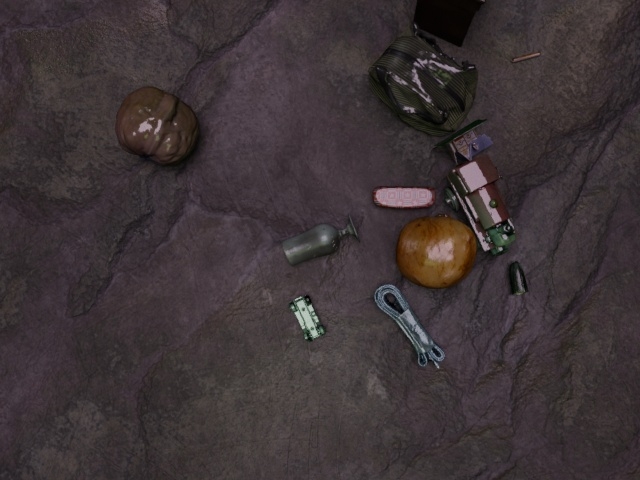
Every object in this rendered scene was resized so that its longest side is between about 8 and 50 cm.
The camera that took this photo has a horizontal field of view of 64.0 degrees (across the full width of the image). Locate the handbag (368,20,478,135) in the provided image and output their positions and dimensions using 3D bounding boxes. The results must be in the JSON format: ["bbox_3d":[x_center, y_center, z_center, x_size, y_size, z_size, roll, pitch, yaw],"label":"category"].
[{"bbox_3d":[0.314,-0.488,1.558,0.341,0.240,0.247,37,93,5],"label":"handbag"}]

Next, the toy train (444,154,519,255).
[{"bbox_3d":[0.483,-0.099,1.518,0.150,0.221,0.304,-26,83,1],"label":"toy train"}]

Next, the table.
[{"bbox_3d":[0.427,-0.786,1.552,0.196,0.282,0.250,25,86,6],"label":"table"}]

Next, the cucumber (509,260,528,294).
[{"bbox_3d":[0.605,0.115,1.578,0.048,0.048,0.105,-10,83,3],"label":"cucumber"}]

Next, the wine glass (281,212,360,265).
[{"bbox_3d":[0.000,0.000,1.602,0.231,0.103,0.103,-20,84,4],"label":"wine glass"}]

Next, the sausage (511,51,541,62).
[{"bbox_3d":[0.663,-0.592,1.653,0.100,0.015,0.015,-15,84,2],"label":"sausage"}]

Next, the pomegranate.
[{"bbox_3d":[0.340,0.029,1.513,0.249,0.248,0.247,0,85,4],"label":"pomegranate"}]

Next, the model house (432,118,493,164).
[{"bbox_3d":[0.453,-0.300,1.604,0.167,0.117,0.088,-32,100,-1],"label":"model house"}]

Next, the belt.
[{"bbox_3d":[0.270,0.265,1.577,0.087,0.072,0.302,-35,82,-4],"label":"belt"}]

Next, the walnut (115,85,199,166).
[{"bbox_3d":[-0.507,-0.356,1.604,0.249,0.248,0.248,0,85,4],"label":"walnut"}]

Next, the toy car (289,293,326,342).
[{"bbox_3d":[-0.040,0.243,1.607,0.073,0.054,0.143,-27,85,-1],"label":"toy car"}]

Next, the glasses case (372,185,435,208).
[{"bbox_3d":[0.263,-0.134,1.621,0.195,0.049,0.073,2,87,4],"label":"glasses case"}]
